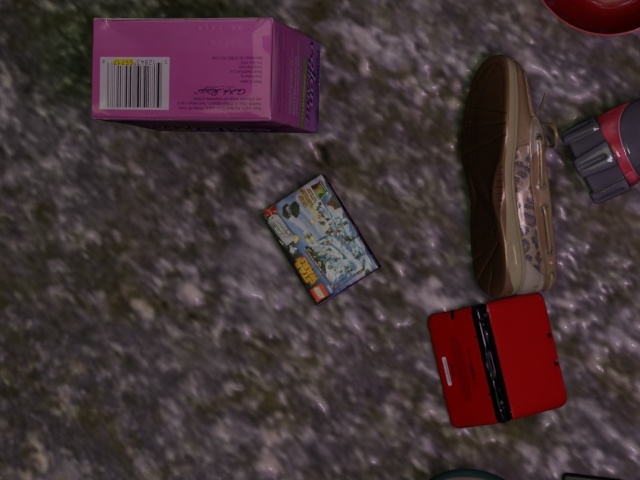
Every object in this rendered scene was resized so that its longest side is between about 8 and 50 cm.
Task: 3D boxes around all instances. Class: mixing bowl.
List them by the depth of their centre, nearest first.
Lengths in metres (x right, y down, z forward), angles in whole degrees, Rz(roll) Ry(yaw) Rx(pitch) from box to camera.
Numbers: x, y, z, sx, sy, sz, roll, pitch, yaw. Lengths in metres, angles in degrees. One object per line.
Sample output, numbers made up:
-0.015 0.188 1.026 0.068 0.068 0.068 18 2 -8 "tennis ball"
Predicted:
0.338 -0.323 1.811 0.181 0.098 0.181 0 92 14 "mixing bowl"

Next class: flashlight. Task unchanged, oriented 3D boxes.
0.431 -0.150 1.791 0.304 0.103 0.103 -26 84 13 "flashlight"

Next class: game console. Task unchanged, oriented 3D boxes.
0.213 0.145 1.893 0.124 0.085 0.144 -15 87 44 "game console"

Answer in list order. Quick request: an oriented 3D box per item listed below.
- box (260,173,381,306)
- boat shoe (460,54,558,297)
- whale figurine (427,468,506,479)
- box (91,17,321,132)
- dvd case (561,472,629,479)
0.000 0.000 1.932 0.094 0.027 0.137 -32 84 10 "box"
0.229 -0.077 1.851 0.089 0.104 0.285 -3 96 -24 "boat shoe"
0.211 0.384 1.846 0.272 0.141 0.216 39 108 -5 "whale figurine"
-0.130 -0.192 1.848 0.213 0.243 0.117 2 92 12 "box"
0.405 0.379 1.848 0.253 0.022 0.180 5 92 13 "dvd case"
